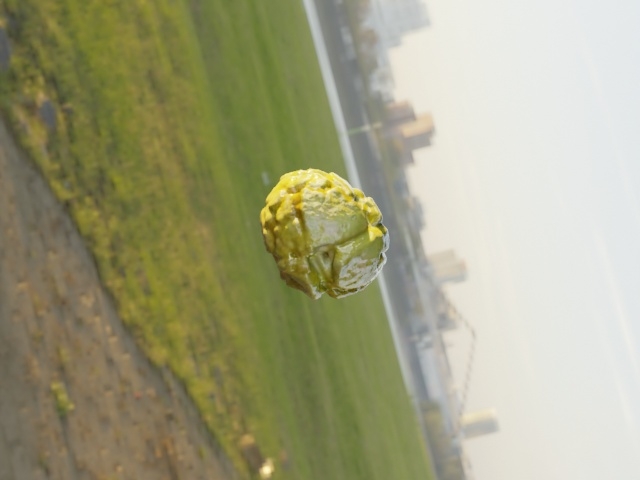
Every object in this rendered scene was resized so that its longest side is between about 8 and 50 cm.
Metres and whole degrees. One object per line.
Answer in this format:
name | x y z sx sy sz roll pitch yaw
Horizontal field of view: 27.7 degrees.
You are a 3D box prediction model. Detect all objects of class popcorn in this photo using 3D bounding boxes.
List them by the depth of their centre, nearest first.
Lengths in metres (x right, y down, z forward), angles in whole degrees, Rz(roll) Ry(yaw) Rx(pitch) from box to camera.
popcorn | 0.000 0.000 1.132 0.106 0.116 0.120 -61 143 -27
